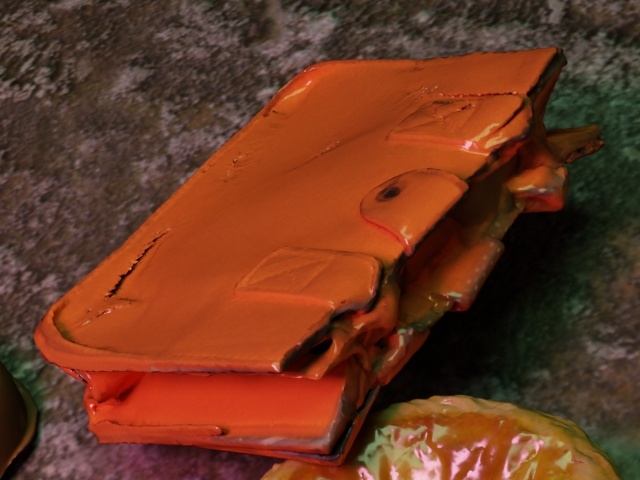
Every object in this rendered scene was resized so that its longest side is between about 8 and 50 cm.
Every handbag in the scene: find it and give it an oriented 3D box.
[{"bbox_3d":[0.000,0.000,1.520,0.303,0.116,0.410,-2,34,43],"label":"handbag"}]

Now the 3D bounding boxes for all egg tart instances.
[{"bbox_3d":[0.064,0.241,1.316,0.319,0.128,0.319,-13,38,10],"label":"egg tart"}]

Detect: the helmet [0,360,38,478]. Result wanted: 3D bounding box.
[{"bbox_3d":[-0.346,0.139,1.574,0.224,0.130,0.198,-33,47,-17],"label":"helmet"}]
